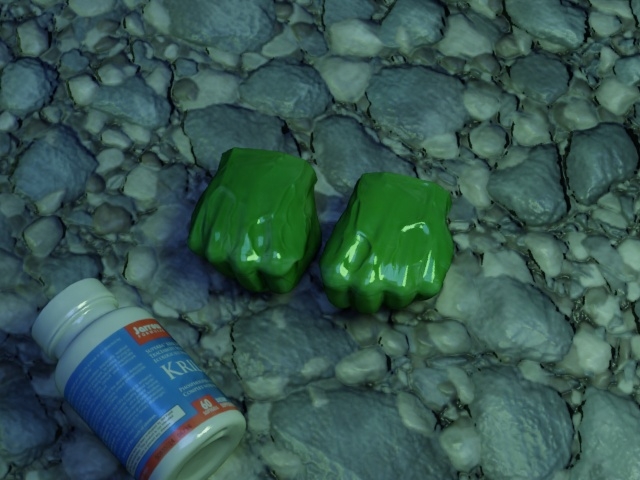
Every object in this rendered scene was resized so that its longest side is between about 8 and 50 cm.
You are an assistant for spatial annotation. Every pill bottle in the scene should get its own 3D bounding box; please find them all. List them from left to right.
[{"bbox_3d":[-0.189,0.145,1.968,0.124,0.124,0.221,-40,71,-14],"label":"pill bottle"}]

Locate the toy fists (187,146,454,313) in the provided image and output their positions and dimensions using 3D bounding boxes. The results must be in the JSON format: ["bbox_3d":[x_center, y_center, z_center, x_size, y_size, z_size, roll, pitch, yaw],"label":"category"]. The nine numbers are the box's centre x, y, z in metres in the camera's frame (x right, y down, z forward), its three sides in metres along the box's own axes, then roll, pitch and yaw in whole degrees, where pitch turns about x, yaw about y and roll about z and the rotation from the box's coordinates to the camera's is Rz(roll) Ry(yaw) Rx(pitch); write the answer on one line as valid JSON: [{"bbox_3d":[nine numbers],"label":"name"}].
[{"bbox_3d":[0.000,0.000,2.044,0.279,0.096,0.142,12,57,9],"label":"toy fists"}]
